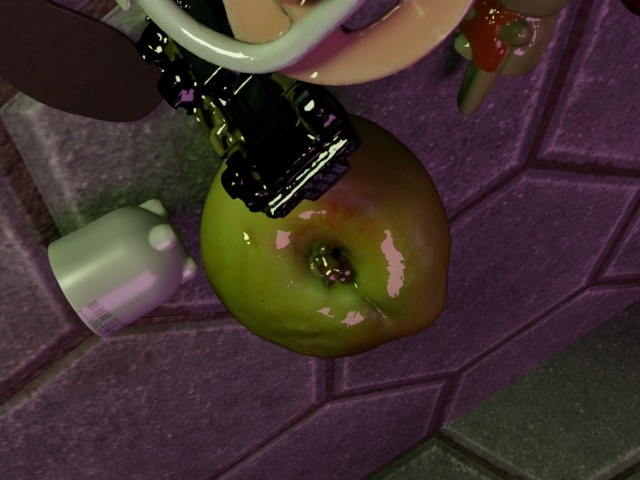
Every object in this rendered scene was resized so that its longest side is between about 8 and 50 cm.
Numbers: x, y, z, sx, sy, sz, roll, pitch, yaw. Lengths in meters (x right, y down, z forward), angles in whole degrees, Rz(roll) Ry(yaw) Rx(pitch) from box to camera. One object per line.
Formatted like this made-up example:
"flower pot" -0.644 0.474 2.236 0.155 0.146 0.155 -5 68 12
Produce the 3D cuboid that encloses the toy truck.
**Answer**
"toy truck" -0.059 -0.142 0.702 0.127 0.257 0.127 -42 151 18

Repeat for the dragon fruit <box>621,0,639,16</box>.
"dragon fruit" 0.401 -0.358 0.843 0.193 0.192 0.274 -35 138 24

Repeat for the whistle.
"whistle" 0.225 -0.268 0.898 0.106 0.131 0.288 13 140 -10

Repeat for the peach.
"peach" -0.001 -0.003 0.904 0.281 0.315 0.314 -31 116 -5

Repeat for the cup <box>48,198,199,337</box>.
"cup" -0.231 0.036 0.941 0.142 0.134 0.173 -30 148 -4

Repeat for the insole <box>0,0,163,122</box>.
"insole" -0.268 -0.188 0.702 0.111 0.007 0.328 -39 148 14

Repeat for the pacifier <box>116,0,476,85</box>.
"pacifier" -0.014 -0.278 0.558 0.273 0.332 0.220 -44 -170 -26
